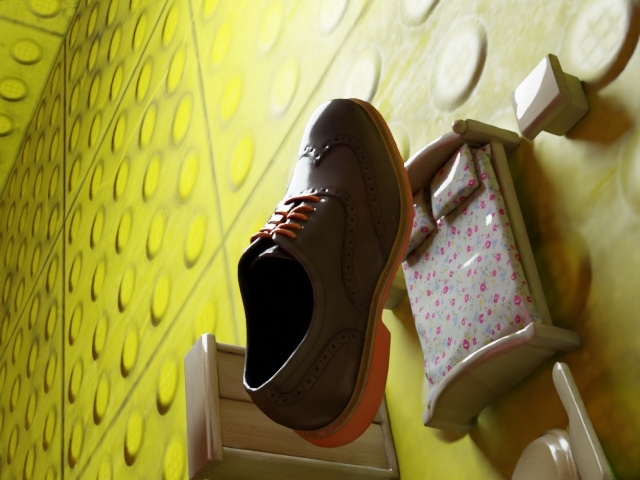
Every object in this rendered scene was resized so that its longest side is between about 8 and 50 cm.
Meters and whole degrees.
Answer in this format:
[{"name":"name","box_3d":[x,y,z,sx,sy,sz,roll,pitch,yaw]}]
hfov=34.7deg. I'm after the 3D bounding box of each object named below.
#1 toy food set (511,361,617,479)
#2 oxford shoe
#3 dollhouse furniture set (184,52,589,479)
[{"name":"toy food set","box_3d":[0.148,0.183,0.636,0.132,0.038,0.192,-91,12,-60]},{"name":"oxford shoe","box_3d":[0.000,0.000,0.718,0.097,0.098,0.271,-19,54,33]},{"name":"dollhouse furniture set","box_3d":[0.049,0.074,0.739,0.355,0.173,0.303,-51,36,42]}]
